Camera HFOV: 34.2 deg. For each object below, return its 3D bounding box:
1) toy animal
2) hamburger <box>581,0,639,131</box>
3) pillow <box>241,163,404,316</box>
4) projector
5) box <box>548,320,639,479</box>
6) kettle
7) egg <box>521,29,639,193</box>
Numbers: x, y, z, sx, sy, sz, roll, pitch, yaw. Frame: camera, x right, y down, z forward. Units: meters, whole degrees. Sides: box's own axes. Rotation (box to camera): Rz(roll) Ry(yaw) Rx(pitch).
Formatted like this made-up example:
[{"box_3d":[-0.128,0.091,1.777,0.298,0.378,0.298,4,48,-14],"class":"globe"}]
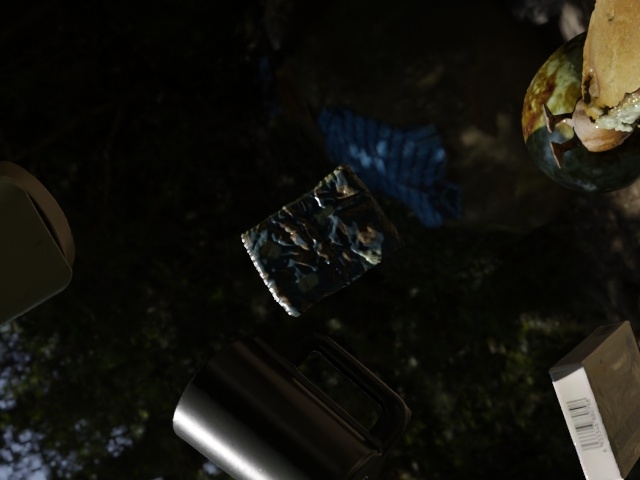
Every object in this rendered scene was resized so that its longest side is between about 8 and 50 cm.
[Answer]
[{"box_3d":[0.394,-0.167,1.391,0.188,0.179,0.089,-34,-73,-70],"class":"toy animal"},{"box_3d":[0.405,-0.237,1.032,0.318,0.195,0.277,159,119,-73],"class":"hamburger"},{"box_3d":[0.000,0.002,1.896,0.189,0.255,0.034,56,-172,0],"class":"pillow"},{"box_3d":[-0.418,0.022,1.227,0.177,0.242,0.163,18,138,61],"class":"projector"},{"box_3d":[0.500,0.269,1.794,0.343,0.065,0.200,-16,-93,-61],"class":"box"},{"box_3d":[-0.043,0.311,1.717,0.308,0.262,0.203,34,138,23],"class":"kettle"},{"box_3d":[0.449,-0.216,1.680,0.238,0.238,0.289,76,-155,-66],"class":"egg"}]
